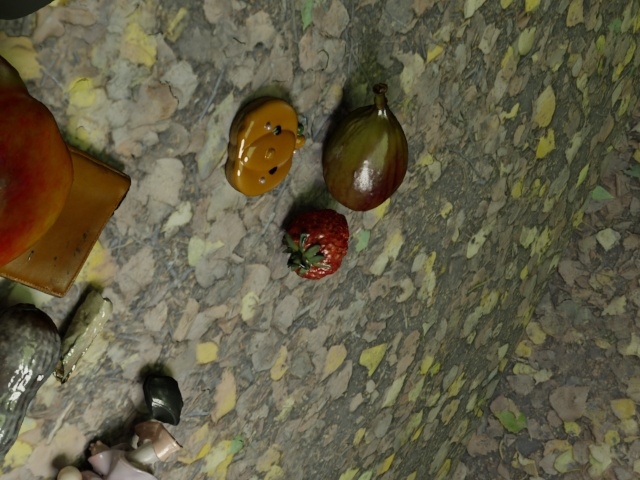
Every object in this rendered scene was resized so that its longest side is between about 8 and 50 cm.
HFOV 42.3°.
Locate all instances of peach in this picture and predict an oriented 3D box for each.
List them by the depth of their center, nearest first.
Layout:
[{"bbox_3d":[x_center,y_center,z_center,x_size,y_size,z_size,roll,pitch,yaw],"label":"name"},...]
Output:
[{"bbox_3d":[-0.408,-0.069,0.870,0.275,0.245,0.248,-41,114,-13],"label":"peach"}]

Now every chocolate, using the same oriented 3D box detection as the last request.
[{"bbox_3d":[-0.429,0.199,1.099,0.248,0.110,0.110,-59,147,-5],"label":"chocolate"}]

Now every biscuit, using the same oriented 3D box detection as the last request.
[{"bbox_3d":[-0.082,-0.153,1.362,0.170,0.050,0.170,-33,138,-36],"label":"biscuit"}]

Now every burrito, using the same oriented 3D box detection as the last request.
[{"bbox_3d":[-0.355,0.143,1.211,0.149,0.041,0.055,-59,160,-4],"label":"burrito"}]

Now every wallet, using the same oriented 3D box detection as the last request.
[{"bbox_3d":[-0.353,-0.029,1.098,0.195,0.042,0.161,-62,151,-3],"label":"wallet"}]

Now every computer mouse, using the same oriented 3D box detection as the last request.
[{"bbox_3d":[-0.256,0.269,1.398,0.135,0.047,0.079,69,13,-57],"label":"computer mouse"}]

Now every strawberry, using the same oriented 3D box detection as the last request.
[{"bbox_3d":[0.003,0.006,1.524,0.148,0.131,0.131,-11,122,-40],"label":"strawberry"}]

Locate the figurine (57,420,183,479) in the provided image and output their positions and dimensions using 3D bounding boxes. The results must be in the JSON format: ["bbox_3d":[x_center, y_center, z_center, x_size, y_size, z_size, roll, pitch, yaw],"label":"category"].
[{"bbox_3d":[-0.339,0.416,1.344,0.276,0.133,0.200,-51,142,-18],"label":"figurine"}]

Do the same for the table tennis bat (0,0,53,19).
[{"bbox_3d":[-0.363,-0.297,0.908,0.246,0.022,0.138,-44,143,-27],"label":"table tennis bat"}]

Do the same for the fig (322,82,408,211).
[{"bbox_3d":[0.087,-0.179,1.470,0.170,0.145,0.274,-40,155,-31],"label":"fig"}]
